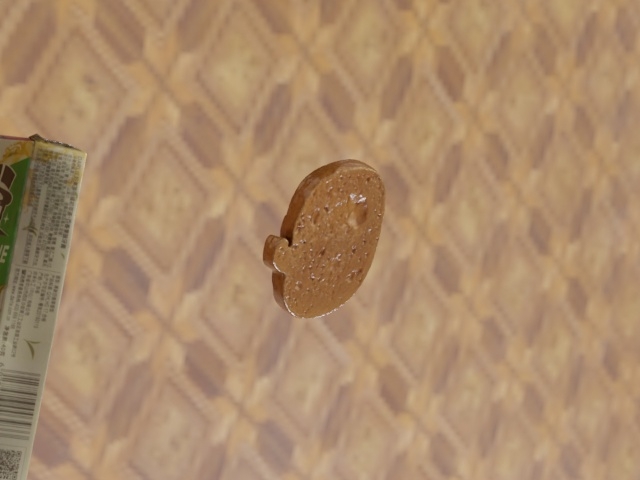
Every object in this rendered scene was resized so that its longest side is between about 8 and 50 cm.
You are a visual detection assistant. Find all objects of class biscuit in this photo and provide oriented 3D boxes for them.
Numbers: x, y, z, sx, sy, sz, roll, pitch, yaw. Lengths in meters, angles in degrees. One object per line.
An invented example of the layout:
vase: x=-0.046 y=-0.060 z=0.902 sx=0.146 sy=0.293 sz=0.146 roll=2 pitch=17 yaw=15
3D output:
biscuit: x=0.000 y=0.000 z=0.982 sx=0.078 sy=0.015 sz=0.091 roll=-10 pitch=124 yaw=-42

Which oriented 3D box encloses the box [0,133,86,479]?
box: x=-0.180 y=0.042 z=1.095 sx=0.041 sy=0.050 sz=0.207 roll=11 pitch=88 yaw=-38
